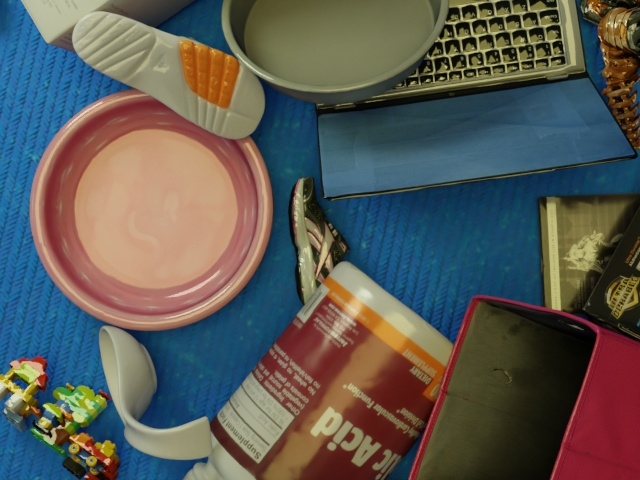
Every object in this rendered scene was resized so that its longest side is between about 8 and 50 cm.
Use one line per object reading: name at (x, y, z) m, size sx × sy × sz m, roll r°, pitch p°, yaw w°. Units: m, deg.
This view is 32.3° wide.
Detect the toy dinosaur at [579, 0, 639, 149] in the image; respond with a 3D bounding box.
toy dinosaur at (0.454, -0.284, 1.489) m, size 0.218 × 0.164 × 0.322 m, roll 8°, pitch 102°, yaw 26°

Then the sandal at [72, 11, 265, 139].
sandal at (-0.192, -0.227, 1.440) m, size 0.265 × 0.076 × 0.102 m, roll 26°, pitch 101°, yaw -17°

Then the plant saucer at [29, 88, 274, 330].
plant saucer at (-0.227, -0.042, 1.523) m, size 0.332 × 0.084 × 0.332 m, roll 0°, pitch 87°, yaw 3°

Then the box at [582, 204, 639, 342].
box at (0.536, 0.035, 1.412) m, size 0.293 × 0.073 × 0.295 m, roll 27°, pitch 84°, yaw 29°

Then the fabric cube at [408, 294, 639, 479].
fabric cube at (0.300, 0.233, 1.270) m, size 0.258 × 0.254 × 0.259 m, roll 21°, pitch 87°, yaw -23°

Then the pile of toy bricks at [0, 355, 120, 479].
pile of toy bricks at (-0.337, 0.241, 1.514) m, size 0.212 × 0.118 × 0.105 m, roll 30°, pitch 60°, yaw 20°

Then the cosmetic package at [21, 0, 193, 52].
cosmetic package at (-0.213, -0.403, 1.461) m, size 0.365 × 0.197 × 0.155 m, roll -33°, pitch 84°, yaw 10°

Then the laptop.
laptop at (0.169, -0.265, 1.438) m, size 0.382 × 0.236 × 0.408 m, roll -8°, pitch 86°, yaw 2°

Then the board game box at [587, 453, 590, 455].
board game box at (0.366, 0.312, 1.471) m, size 0.233 × 0.078 × 0.347 m, roll 21°, pitch 88°, yaw 4°

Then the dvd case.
dvd case at (0.414, 0.018, 1.516) m, size 0.221 × 0.018 × 0.164 m, roll -2°, pitch 87°, yaw 2°

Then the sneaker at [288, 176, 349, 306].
sneaker at (0.000, 0.000, 1.524) m, size 0.077 × 0.072 × 0.178 m, roll -6°, pitch 94°, yaw -9°

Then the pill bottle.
pill bottle at (-0.006, 0.243, 1.423) m, size 0.224 × 0.224 × 0.392 m, roll 38°, pitch 89°, yaw 5°

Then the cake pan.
cake pan at (0.020, -0.292, 1.432) m, size 0.293 × 0.054 × 0.293 m, roll -3°, pitch 58°, yaw 5°

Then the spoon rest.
spoon rest at (-0.238, 0.203, 1.433) m, size 0.084 × 0.276 × 0.137 m, roll -16°, pitch 116°, yaw -28°
